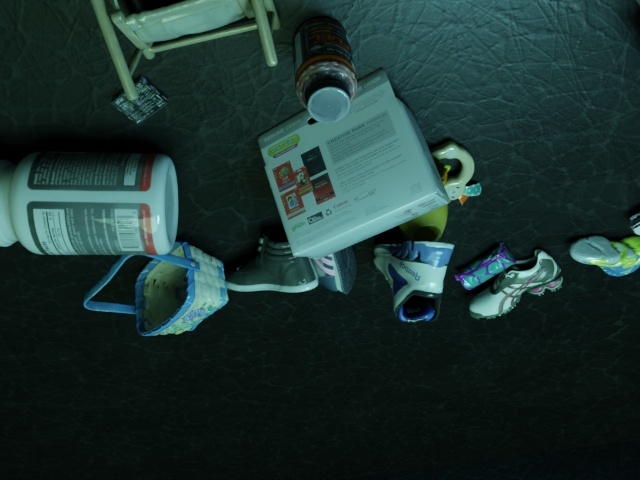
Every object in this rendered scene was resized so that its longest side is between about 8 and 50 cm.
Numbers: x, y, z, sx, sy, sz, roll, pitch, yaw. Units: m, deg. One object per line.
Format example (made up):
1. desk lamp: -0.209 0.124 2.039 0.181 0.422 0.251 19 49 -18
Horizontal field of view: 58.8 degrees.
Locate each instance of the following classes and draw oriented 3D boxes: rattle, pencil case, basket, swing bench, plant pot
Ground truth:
1. rattle: 0.300 -0.110 1.240 0.130 0.142 0.199 -34 127 5
2. pencil case: 0.437 0.071 1.507 0.070 0.064 0.152 15 137 -44
3. basket: -0.385 0.112 1.372 0.289 0.200 0.255 20 135 -39
4. swing bench: -0.216 -0.385 0.860 0.254 0.165 0.254 -10 133 7
5. plant pot: 0.241 -0.047 1.331 0.135 0.095 0.134 -3 138 -2

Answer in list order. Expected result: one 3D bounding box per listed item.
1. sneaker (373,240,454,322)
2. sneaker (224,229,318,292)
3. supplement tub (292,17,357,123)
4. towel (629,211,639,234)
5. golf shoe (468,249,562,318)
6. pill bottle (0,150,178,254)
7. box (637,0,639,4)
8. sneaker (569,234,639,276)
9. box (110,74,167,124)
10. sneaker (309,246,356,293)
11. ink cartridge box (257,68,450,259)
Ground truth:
1. sneaker: 0.202 0.101 1.344 0.128 0.182 0.315 9 173 -12
2. sneaker: -0.142 0.047 1.413 0.296 0.105 0.146 -2 102 35
3. supplement tub: 0.007 -0.285 0.961 0.106 0.197 0.106 -3 139 -3
4. towel: 0.976 -0.075 1.387 0.332 0.053 0.317 25 127 -29
5. golf shoe: 0.516 0.117 1.560 0.273 0.105 0.120 -31 117 19
6. pill bottle: -0.485 -0.075 1.146 0.364 0.210 0.210 1 138 -6
7. box: 0.495 -0.459 0.853 0.311 0.147 0.121 29 129 -30
8. sneaker: 0.760 0.054 1.500 0.241 0.091 0.126 -1 139 -6
9. box: -0.345 -0.267 1.084 0.083 0.018 0.067 -28 133 25
10. sneaker: 0.000 0.000 1.362 0.131 0.112 0.318 12 133 25
11. ink cartridge box: 0.059 -0.144 1.143 0.310 0.271 0.130 -23 166 21
